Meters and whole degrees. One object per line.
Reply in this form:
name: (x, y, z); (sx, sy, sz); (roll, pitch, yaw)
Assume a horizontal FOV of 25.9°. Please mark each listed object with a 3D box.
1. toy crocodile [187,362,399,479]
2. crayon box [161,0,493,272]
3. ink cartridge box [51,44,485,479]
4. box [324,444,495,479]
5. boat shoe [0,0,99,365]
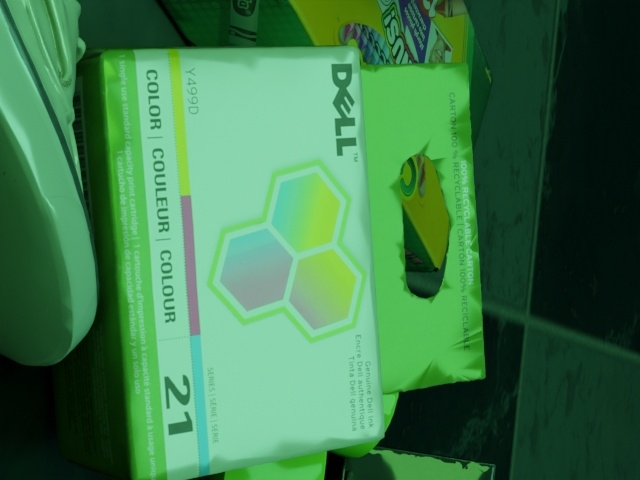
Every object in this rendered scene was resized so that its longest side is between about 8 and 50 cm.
toy crocodile: (-0.041, 0.142, 0.758); (0.115, 0.105, 0.341); (21, 68, -22)
crayon box: (0.017, -0.122, 0.854); (0.278, 0.081, 0.165); (57, 44, -50)
ink cartridge box: (0.000, 0.000, 0.676); (0.255, 0.097, 0.189); (-6, 94, -31)
box: (0.042, 0.208, 0.862); (0.158, 0.093, 0.156); (112, -13, -80)
boat shoe: (-0.137, -0.079, 0.551); (0.088, 0.096, 0.268); (-45, 124, -46)
